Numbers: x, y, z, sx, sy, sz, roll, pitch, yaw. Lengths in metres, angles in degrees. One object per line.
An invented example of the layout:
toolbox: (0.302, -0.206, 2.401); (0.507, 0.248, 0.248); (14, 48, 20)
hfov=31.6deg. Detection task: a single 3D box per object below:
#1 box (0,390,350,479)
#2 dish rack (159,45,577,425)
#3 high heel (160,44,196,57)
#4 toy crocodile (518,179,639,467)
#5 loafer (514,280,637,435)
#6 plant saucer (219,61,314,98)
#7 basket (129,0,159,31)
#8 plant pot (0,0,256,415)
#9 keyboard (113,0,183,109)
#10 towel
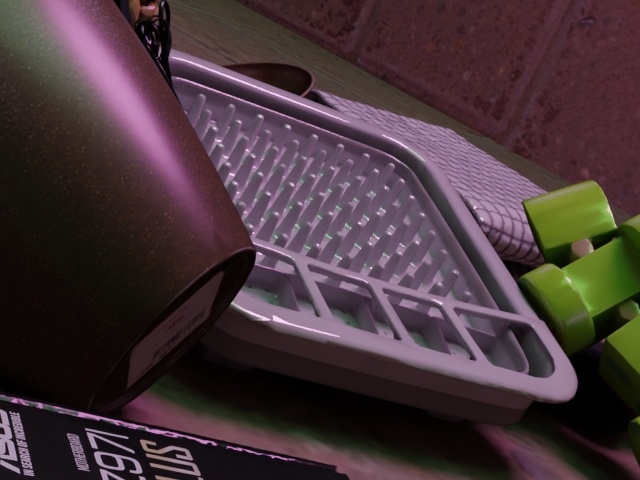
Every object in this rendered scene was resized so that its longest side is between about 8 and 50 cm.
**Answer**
box: (-0.038, 0.129, 0.316); (0.147, 0.077, 0.180); (18, 15, -27)
dish rack: (0.000, 0.000, 0.778); (0.285, 0.072, 0.333); (17, 29, -27)
high heel: (-0.205, -0.262, 1.414); (0.244, 0.117, 0.082); (19, 15, -25)
toy crocodile: (0.241, 0.090, 0.793); (0.340, 0.115, 0.105); (57, -9, 30)
loafer: (0.158, 0.077, 0.902); (0.223, 0.076, 0.078); (33, 9, 10)
plant saucer: (-0.101, -0.128, 1.111); (0.198, 0.036, 0.198); (-8, 26, 4)
basket: (-0.283, -0.185, 0.767); (0.223, 0.213, 0.299); (12, 19, -47)
plant pot: (-0.148, -0.034, 0.530); (0.230, 0.215, 0.215); (43, 16, 9)
keyboard: (-0.114, -0.061, 0.644); (0.100, 0.192, 0.038); (-14, -12, 31)
towel: (0.109, -0.028, 1.117); (0.235, 0.121, 0.284); (10, 22, -45)
